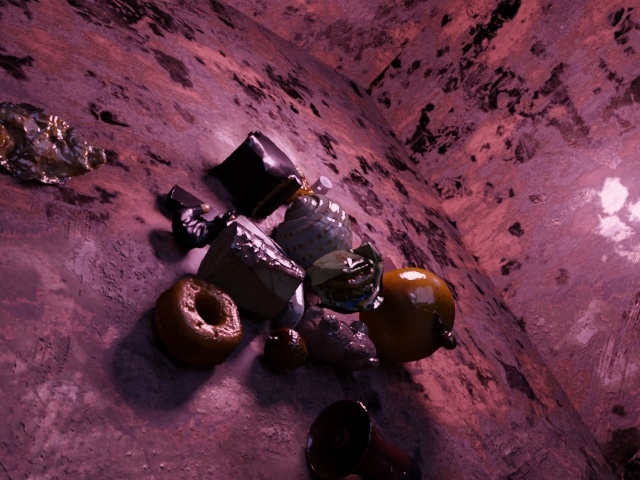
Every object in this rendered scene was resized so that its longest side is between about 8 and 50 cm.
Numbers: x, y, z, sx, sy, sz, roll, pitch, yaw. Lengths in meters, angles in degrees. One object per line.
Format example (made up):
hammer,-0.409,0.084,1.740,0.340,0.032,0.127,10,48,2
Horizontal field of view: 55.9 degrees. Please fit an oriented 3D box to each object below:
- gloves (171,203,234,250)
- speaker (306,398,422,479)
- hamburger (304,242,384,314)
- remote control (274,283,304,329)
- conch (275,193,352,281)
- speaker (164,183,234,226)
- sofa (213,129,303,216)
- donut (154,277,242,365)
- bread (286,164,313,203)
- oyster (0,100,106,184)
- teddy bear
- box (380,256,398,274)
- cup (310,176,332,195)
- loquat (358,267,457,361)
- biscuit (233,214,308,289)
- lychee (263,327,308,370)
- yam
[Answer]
gloves,-0.324,-0.040,1.717,0.181,0.106,0.129,-6,22,-41
speaker,0.104,0.545,1.577,0.259,0.198,0.329,17,-19,44
hamburger,0.082,0.103,1.885,0.260,0.150,0.276,-8,36,-9
remote control,-0.098,0.164,1.793,0.052,0.104,0.247,34,28,-27
conch,0.008,-0.011,2.096,0.319,0.215,0.303,40,37,-12
speaker,-0.359,-0.079,1.808,0.218,0.044,0.082,35,28,-23
sofa,-0.210,-0.230,2.106,0.258,0.200,0.182,50,14,8
donut,-0.291,0.194,1.447,0.226,0.114,0.226,34,30,-23
bread,-0.140,-0.230,2.309,0.222,0.096,0.181,13,44,-50
oyster,-0.691,-0.248,1.461,0.351,0.115,0.238,21,36,-42
teddy bear,0.058,0.299,1.780,0.267,0.151,0.236,22,2,-33
box,0.245,0.169,2.335,0.215,0.086,0.215,2,50,-56
cup,-0.017,-0.193,2.425,0.074,0.116,0.104,46,33,2
loquat,0.308,0.257,2.004,0.359,0.328,0.328,29,10,41
biscuit,-0.162,0.043,1.946,0.322,0.038,0.099,44,29,-8
lychee,-0.093,0.290,1.611,0.146,0.114,0.114,45,22,-39
yam,-0.184,0.084,1.661,0.271,0.202,0.201,37,27,-25
